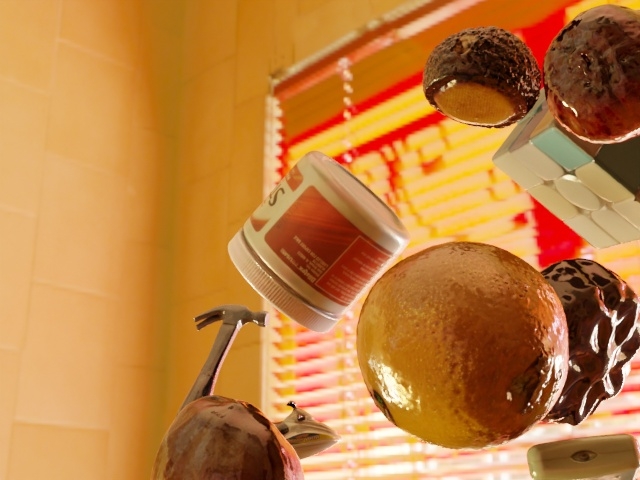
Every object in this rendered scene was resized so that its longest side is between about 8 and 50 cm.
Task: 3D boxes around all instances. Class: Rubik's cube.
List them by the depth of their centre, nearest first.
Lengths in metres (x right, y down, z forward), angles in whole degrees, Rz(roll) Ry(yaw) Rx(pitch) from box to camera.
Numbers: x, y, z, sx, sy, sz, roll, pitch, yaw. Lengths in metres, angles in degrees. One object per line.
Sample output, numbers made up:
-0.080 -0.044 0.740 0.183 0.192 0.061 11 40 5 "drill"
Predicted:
0.647 -0.226 2.097 0.347 0.344 0.346 41 -14 -5 "Rubik's cube"

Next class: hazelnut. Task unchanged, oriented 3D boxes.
-0.119 0.325 1.343 0.234 0.218 0.218 17 -8 34 "hazelnut"

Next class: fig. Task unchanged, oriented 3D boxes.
0.487 -0.273 1.580 0.263 0.224 0.224 -26 -7 -29 "fig"

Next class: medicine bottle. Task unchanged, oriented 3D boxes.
0.000 0.000 1.748 0.241 0.252 0.252 -49 -37 11 "medicine bottle"

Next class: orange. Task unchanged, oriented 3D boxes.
0.179 0.131 1.205 0.274 0.274 0.274 0 -20 0 "orange"

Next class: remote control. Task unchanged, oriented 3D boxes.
0.346 0.305 1.265 0.140 0.056 0.296 -8 -23 11 "remote control"

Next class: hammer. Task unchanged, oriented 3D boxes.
-0.206 0.230 1.797 0.137 0.290 0.037 7 -45 17 "hammer"

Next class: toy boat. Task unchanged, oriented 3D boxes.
-0.095 0.440 2.172 0.269 0.140 0.141 -19 -22 2 "toy boat"

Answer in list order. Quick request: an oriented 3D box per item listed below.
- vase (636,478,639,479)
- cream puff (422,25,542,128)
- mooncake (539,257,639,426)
0.578 0.455 1.687 0.167 0.059 0.059 29 -9 24 "vase"
0.321 -0.329 1.916 0.239 0.165 0.239 14 -19 5 "cream puff"
0.420 0.174 1.593 0.283 0.283 0.141 19 12 -43 "mooncake"
